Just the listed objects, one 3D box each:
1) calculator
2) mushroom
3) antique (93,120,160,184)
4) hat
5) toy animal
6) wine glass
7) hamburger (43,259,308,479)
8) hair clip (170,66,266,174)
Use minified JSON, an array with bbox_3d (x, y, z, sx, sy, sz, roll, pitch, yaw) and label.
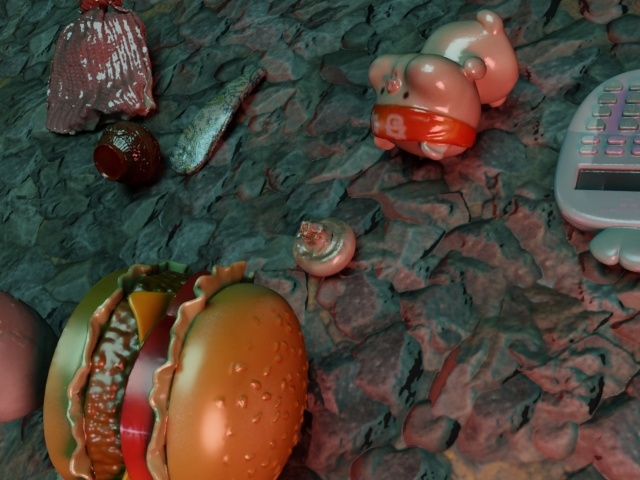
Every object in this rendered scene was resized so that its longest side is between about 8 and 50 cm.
[{"bbox_3d":[0.369,-0.087,0.871,0.186,0.041,0.298,3,57,27],"label":"calculator"},{"bbox_3d":[0.000,0.000,0.952,0.085,0.079,0.085,-13,50,15],"label":"mushroom"},{"bbox_3d":[-0.296,-0.136,1.172,0.104,0.104,0.104,-12,53,17],"label":"antique"},{"bbox_3d":[-0.387,-0.329,1.339,0.237,0.107,0.286,-7,79,20],"label":"hat"},{"bbox_3d":[0.151,-0.190,0.972,0.171,0.171,0.197,32,70,37],"label":"toy animal"},{"bbox_3d":[-0.326,0.163,0.837,0.143,0.321,0.143,-15,45,15],"label":"wine glass"},{"bbox_3d":[-0.124,0.154,0.785,0.212,0.274,0.274,6,60,20],"label":"hamburger"},{"bbox_3d":[-0.159,-0.197,1.192,0.066,0.036,0.229,26,71,29],"label":"hair clip"}]
